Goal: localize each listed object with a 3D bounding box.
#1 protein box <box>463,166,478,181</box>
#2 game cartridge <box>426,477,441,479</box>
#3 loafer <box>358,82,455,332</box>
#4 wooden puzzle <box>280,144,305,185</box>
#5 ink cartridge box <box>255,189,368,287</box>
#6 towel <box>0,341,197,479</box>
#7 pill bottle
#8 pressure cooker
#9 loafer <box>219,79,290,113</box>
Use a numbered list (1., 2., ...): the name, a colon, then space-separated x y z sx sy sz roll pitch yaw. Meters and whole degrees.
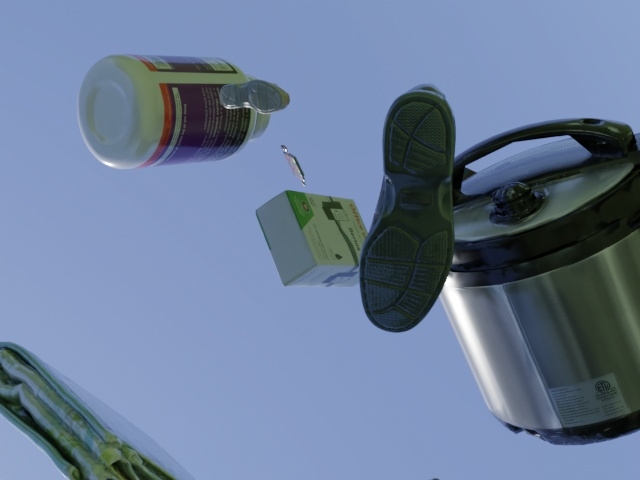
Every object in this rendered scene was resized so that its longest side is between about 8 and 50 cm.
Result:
1. protein box: 0.240 -0.033 2.064 0.136 0.201 0.200 28 -114 18
2. game cartridge: 0.213 0.417 1.623 0.083 0.056 0.017 30 -110 -4
3. loafer: 0.101 -0.033 1.037 0.096 0.267 0.084 11 -155 10
4. wooden puzzle: -0.045 -0.132 1.736 0.006 0.049 0.083 -32 -63 -11
5. ink cartridge box: 0.000 0.000 1.763 0.208 0.087 0.153 4 -122 -54
6. towel: -0.278 0.291 1.314 0.090 0.374 0.320 -50 -50 -12
7. pill bottle: -0.233 -0.218 1.655 0.323 0.181 0.181 -11 -107 -52
8. pressure cooker: 0.348 0.031 1.421 0.370 0.375 0.420 -31 -72 -15
9. loafer: -0.083 -0.198 1.340 0.039 0.125 0.045 -15 -71 -45
